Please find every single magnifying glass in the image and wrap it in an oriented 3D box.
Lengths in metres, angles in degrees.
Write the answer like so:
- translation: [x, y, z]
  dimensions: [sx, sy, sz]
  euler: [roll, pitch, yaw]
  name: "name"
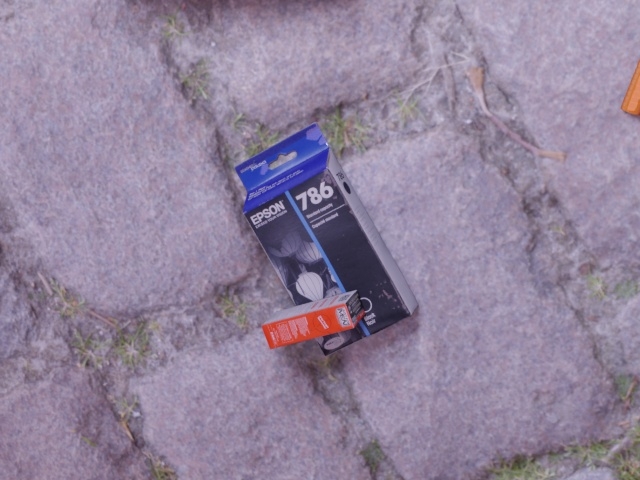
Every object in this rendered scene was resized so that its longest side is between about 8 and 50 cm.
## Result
- translation: [0.471, -0.286, 1.639]
  dimensions: [0.092, 0.026, 0.231]
  euler: [21, 107, 10]
  name: "magnifying glass"

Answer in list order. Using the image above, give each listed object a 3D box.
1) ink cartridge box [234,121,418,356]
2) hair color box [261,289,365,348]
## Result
- translation: [0.000, 0.000, 1.831]
  dimensions: [0.165, 0.065, 0.332]
  euler: [-28, 94, 22]
  name: "ink cartridge box"
- translation: [-0.010, 0.120, 1.795]
  dimensions: [0.141, 0.072, 0.043]
  euler: [-17, 99, 21]
  name: "hair color box"
